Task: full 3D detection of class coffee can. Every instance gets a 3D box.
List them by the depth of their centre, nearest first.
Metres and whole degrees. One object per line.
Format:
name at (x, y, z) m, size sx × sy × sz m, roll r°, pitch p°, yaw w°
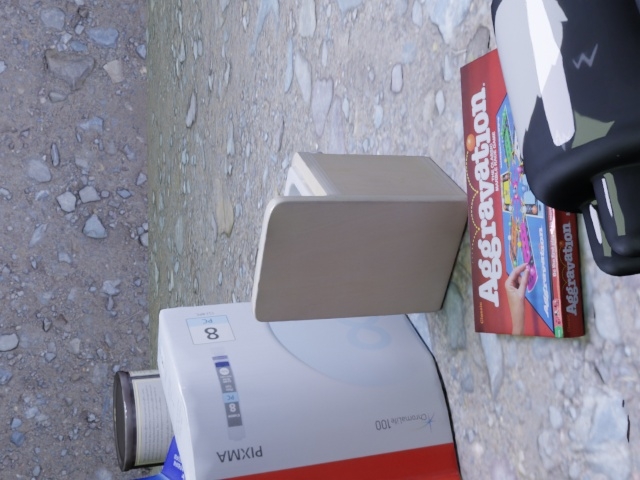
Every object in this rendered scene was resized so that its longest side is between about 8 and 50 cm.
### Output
coffee can at (-0.281, 0.363, 1.662) m, size 0.201 × 0.275 × 0.202 m, roll 179°, pitch 90°, yaw -69°

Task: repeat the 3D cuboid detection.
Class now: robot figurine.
robot figurine at (0.204, -0.121, 0.526) m, size 0.209 × 0.173 × 0.278 m, roll -33°, pitch 61°, yaw 58°

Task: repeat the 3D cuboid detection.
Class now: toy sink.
toy sink at (0.026, -0.009, 0.909) m, size 0.131 × 0.234 × 0.153 m, roll -123°, pitch 37°, yaw -53°

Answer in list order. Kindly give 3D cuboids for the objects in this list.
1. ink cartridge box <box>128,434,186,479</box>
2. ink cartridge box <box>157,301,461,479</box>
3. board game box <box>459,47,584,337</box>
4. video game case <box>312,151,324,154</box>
ink cartridge box at (-0.081, 0.284, 1.065) m, size 0.165 × 0.332 × 0.065 m, roll 160°, pitch 107°, yaw -66°
ink cartridge box at (0.003, 0.205, 0.878) m, size 0.385 × 0.308 × 0.091 m, roll -123°, pitch 36°, yaw -53°
board game box at (0.189, -0.049, 0.772) m, size 0.145 × 0.027 × 0.281 m, roll 167°, pitch 101°, yaw -70°
video game case at (0.014, 0.009, 1.118) m, size 0.183 × 0.023 × 0.201 m, roll 47°, pitch 129°, yaw 31°
